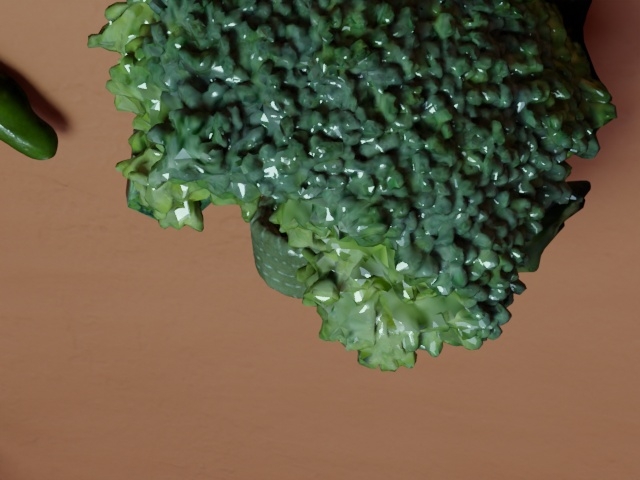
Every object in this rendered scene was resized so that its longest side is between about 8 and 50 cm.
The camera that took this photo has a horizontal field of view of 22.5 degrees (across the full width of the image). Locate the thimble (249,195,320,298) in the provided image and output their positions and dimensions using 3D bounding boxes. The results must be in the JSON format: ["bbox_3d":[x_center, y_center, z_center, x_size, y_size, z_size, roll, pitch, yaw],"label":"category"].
[{"bbox_3d":[0.000,0.000,1.269,0.110,0.084,0.062,1,135,5],"label":"thimble"}]

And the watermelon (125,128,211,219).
[{"bbox_3d":[-0.117,-0.063,1.284,0.092,0.072,0.084,-1,134,-33],"label":"watermelon"}]

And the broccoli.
[{"bbox_3d":[0.018,-0.094,1.048,0.338,0.277,0.317,14,157,21],"label":"broccoli"}]

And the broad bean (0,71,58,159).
[{"bbox_3d":[-0.329,-0.129,1.218,0.049,0.144,0.292,-38,154,30],"label":"broad bean"}]
